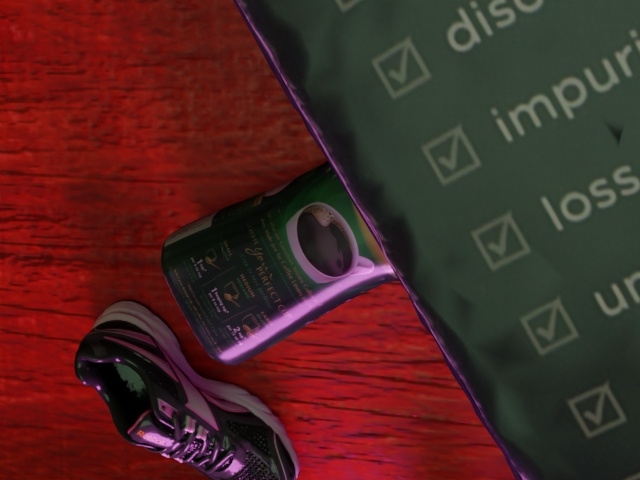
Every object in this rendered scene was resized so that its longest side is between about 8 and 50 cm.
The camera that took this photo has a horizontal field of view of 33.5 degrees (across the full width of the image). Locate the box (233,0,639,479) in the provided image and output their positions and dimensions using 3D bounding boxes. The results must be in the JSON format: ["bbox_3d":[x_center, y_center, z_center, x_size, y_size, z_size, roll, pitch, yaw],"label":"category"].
[{"bbox_3d":[0.193,-0.216,0.356,0.480,0.297,0.471,-28,98,21],"label":"box"}]

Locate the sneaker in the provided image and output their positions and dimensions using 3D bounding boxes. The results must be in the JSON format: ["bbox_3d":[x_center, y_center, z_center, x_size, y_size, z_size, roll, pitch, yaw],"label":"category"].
[{"bbox_3d":[-0.099,0.123,0.719,0.178,0.077,0.072,38,113,2],"label":"sneaker"}]

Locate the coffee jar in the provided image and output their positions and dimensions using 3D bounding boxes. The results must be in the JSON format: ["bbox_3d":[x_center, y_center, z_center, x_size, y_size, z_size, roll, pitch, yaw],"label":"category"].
[{"bbox_3d":[0.000,0.000,0.656,0.184,0.079,0.096,-26,94,21],"label":"coffee jar"}]
